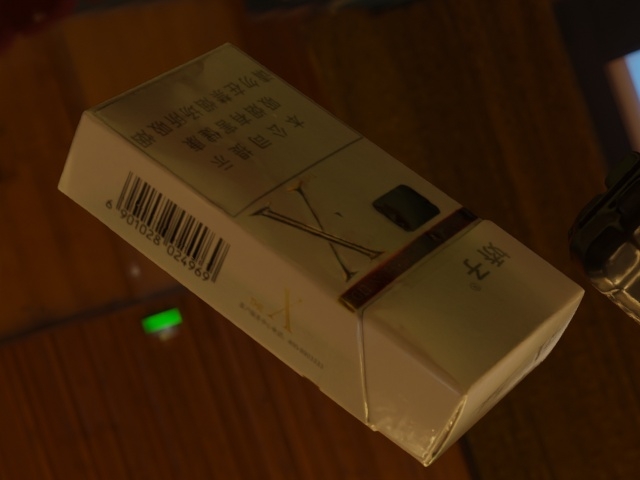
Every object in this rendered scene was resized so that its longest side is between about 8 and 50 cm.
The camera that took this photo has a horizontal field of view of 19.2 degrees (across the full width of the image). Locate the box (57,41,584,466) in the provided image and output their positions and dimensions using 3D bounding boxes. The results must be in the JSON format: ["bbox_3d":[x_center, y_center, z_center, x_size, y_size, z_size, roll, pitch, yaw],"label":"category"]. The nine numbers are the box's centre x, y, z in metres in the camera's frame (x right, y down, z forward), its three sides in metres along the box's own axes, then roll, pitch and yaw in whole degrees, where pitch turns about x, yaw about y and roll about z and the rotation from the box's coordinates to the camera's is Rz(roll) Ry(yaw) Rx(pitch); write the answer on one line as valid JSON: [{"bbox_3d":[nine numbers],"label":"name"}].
[{"bbox_3d":[0.000,0.000,0.617,0.084,0.154,0.040,-32,152,-53],"label":"box"}]

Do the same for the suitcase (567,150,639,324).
[{"bbox_3d":[0.289,-0.035,0.976,0.285,0.206,0.066,-47,-166,13],"label":"suitcase"}]
